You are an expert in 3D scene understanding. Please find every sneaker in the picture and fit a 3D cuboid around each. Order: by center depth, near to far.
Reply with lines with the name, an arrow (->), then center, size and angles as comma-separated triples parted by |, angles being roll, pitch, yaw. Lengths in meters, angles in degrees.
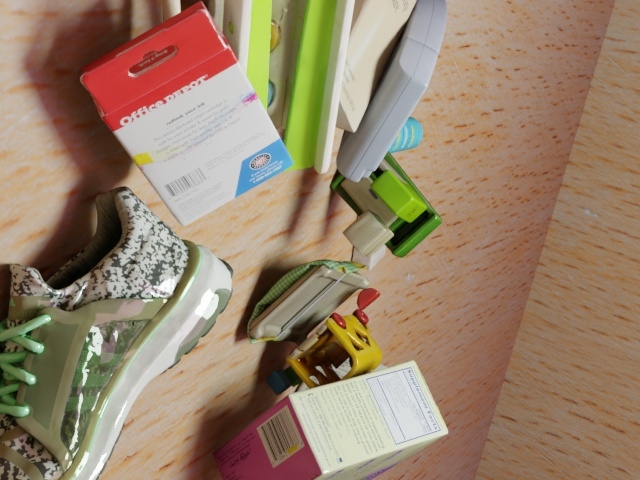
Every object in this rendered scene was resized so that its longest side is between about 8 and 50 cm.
sneaker -> -0.263, 0.109, 1.144 | 0.182, 0.158, 0.410 | 54, 53, -28

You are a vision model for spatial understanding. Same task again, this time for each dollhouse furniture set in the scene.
dollhouse furniture set -> 0.000, 0.000, 1.727 | 0.301, 0.151, 0.197 | -43, 161, 9

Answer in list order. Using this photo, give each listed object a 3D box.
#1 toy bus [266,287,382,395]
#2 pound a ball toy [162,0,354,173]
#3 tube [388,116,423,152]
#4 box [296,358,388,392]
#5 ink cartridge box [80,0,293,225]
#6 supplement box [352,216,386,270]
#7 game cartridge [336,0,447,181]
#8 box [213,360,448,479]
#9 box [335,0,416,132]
toy bus -> 0.038, 0.174, 1.797 | 0.202, 0.104, 0.191 | -32, 164, -27
pound a ball toy -> -0.091, -0.208, 1.264 | 0.208, 0.135, 0.319 | -12, 137, -20
tube -> 0.091, -0.161, 1.865 | 0.207, 0.052, 0.080 | -15, 112, -58
box -> 0.024, 0.309, 1.958 | 0.232, 0.149, 0.127 | -56, 156, -34
ink cartridge box -> -0.132, -0.131, 1.153 | 0.134, 0.078, 0.231 | -29, 141, 0
supplement box -> 0.084, -0.009, 1.987 | 0.062, 0.036, 0.098 | -42, 145, -53
game cartridge -> 0.100, -0.226, 1.612 | 0.297, 0.062, 0.198 | -75, -170, -57
box -> 0.013, 0.284, 1.704 | 0.243, 0.117, 0.213 | -9, 156, -40
box -> 0.038, -0.309, 1.481 | 0.311, 0.121, 0.148 | -66, 159, -13
